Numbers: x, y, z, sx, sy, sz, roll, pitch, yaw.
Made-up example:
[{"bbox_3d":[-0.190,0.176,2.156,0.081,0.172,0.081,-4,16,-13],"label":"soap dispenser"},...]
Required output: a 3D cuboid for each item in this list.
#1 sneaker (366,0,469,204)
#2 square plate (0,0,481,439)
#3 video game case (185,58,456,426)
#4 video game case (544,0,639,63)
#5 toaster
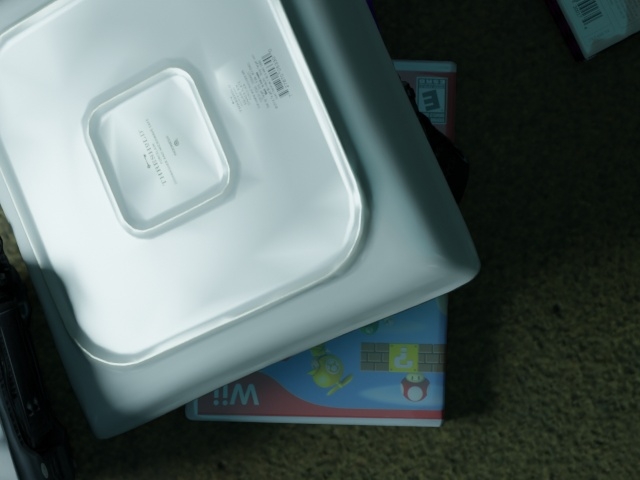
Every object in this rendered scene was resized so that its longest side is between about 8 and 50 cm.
[{"bbox_3d":[0.039,-0.081,1.066,0.146,0.102,0.293,4,99,-2],"label":"sneaker"},{"bbox_3d":[-0.104,-0.068,1.023,0.344,0.049,0.347,-25,86,26],"label":"square plate"},{"bbox_3d":[0.000,0.000,1.126,0.204,0.025,0.285,2,92,-2],"label":"video game case"},{"bbox_3d":[0.240,-0.286,1.114,0.210,0.042,0.232,-28,93,-1],"label":"video game case"},{"bbox_3d":[-0.282,0.112,1.071,0.146,0.129,0.227,-15,94,1],"label":"toaster"}]
